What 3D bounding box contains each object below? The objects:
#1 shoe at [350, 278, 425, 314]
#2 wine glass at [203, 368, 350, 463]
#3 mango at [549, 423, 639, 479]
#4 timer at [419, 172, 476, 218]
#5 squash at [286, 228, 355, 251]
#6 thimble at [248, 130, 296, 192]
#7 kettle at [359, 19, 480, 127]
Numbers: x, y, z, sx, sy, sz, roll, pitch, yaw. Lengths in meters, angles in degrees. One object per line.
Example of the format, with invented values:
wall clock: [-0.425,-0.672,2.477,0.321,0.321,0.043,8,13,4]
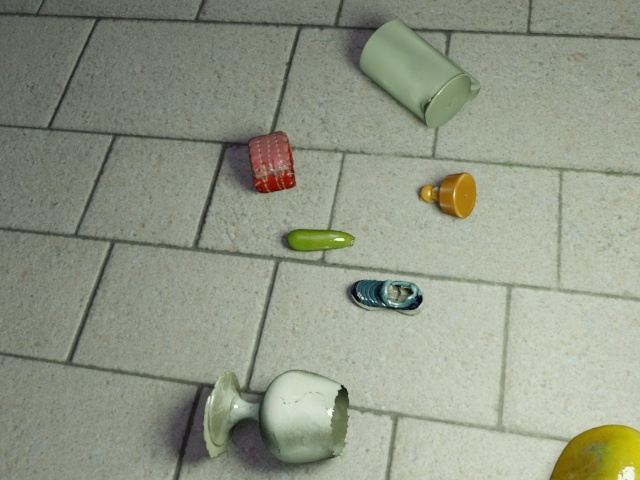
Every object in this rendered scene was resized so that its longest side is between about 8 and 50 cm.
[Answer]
shoe: [0.183,0.140,1.897,0.207,0.106,0.091,7,61,18]
wine glass: [-0.098,0.433,1.714,0.323,0.238,0.238,1,61,19]
mango: [0.605,0.572,1.529,0.365,0.182,0.253,-48,23,-4]
timer: [0.357,-0.135,2.028,0.152,0.132,0.132,8,60,40]
squash: [0.000,0.000,2.026,0.201,0.066,0.066,1,62,3]
thimble: [-0.145,-0.236,2.119,0.125,0.163,0.190,-11,47,3]
kettle: [0.314,-0.521,2.209,0.318,0.265,0.205,45,108,27]
